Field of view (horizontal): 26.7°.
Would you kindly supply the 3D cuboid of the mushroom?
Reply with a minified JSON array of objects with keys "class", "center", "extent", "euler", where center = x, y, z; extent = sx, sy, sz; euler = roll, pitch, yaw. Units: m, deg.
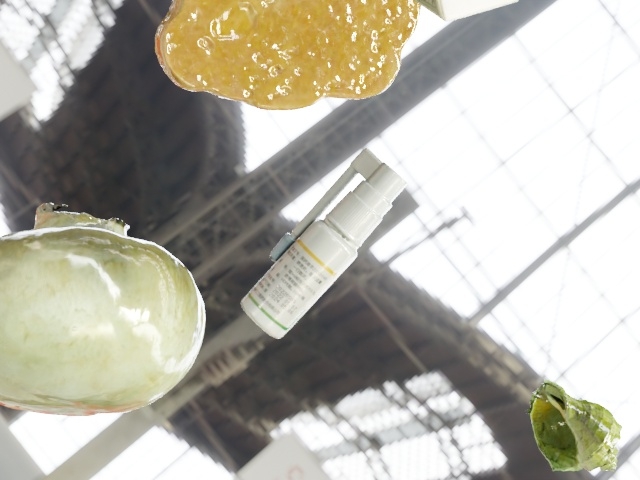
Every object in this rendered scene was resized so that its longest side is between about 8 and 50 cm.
[{"class":"mushroom","center":[-0.312,0.088,1.703],"extent":[0.352,0.260,0.352],"euler":[6,-16,2]}]

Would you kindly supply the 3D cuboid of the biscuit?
[{"class":"biscuit","center":[-0.042,-0.313,1.654],"extent":[0.057,0.351,0.312],"euler":[-156,-126,-66]}]

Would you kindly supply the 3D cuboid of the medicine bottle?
[{"class":"medicine bottle","center":[0.000,0.000,1.467],"extent":[0.061,0.221,0.092],"euler":[39,6,-46]}]

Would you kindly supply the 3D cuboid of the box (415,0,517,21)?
[{"class":"box","center":[0.210,-0.294,1.315],"extent":[0.164,0.256,0.069],"euler":[-120,-167,-67]}]

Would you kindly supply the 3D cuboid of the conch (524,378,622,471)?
[{"class":"conch","center":[0.270,0.206,1.445],"extent":[0.121,0.089,0.074],"euler":[45,6,2]}]
